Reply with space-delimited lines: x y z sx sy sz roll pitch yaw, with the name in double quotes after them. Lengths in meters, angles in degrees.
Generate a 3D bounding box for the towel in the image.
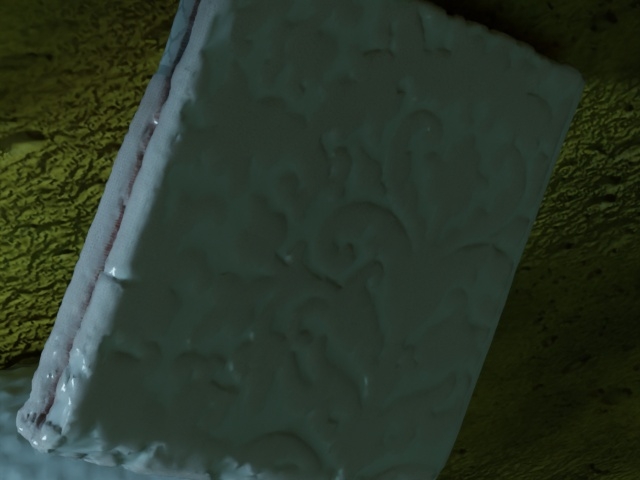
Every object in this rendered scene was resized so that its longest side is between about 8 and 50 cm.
0.000 0.000 1.137 0.332 0.053 0.317 17 94 -45 "towel"

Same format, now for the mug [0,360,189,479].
-0.184 0.260 1.331 0.328 0.276 0.374 -4 121 -16 "mug"
